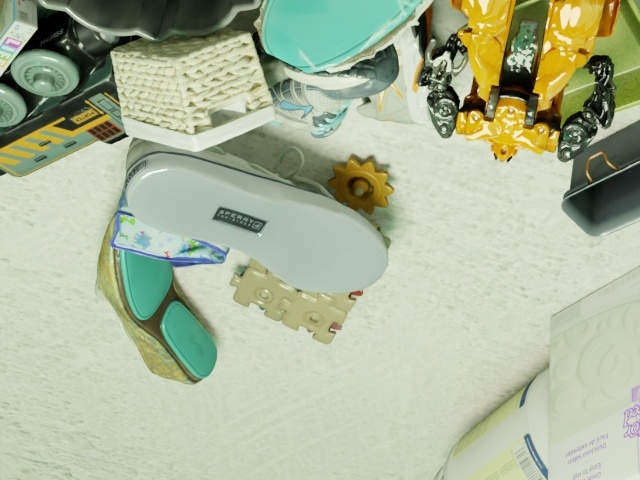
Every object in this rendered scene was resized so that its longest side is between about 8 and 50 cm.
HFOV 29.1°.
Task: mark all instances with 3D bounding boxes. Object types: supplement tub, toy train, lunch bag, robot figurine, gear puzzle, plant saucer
[{"bbox_3d":[0.332,0.351,1.856,0.235,0.235,0.325,24,137,-16],"label":"supplement tub"},{"bbox_3d":[-0.341,-0.173,1.487,0.334,0.142,0.190,-22,139,31],"label":"toy train"},{"bbox_3d":[-0.184,-0.040,1.600,0.151,0.128,0.096,13,143,-6],"label":"lunch bag"},{"bbox_3d":[0.218,-0.214,1.287,0.211,0.085,0.291,13,128,9],"label":"robot figurine"},{"bbox_3d":[0.000,0.000,1.678,0.175,0.044,0.339,25,134,-4],"label":"gear puzzle"},{"bbox_3d":[0.278,-0.215,1.378,0.188,0.045,0.188,-18,131,29],"label":"plant saucer"}]

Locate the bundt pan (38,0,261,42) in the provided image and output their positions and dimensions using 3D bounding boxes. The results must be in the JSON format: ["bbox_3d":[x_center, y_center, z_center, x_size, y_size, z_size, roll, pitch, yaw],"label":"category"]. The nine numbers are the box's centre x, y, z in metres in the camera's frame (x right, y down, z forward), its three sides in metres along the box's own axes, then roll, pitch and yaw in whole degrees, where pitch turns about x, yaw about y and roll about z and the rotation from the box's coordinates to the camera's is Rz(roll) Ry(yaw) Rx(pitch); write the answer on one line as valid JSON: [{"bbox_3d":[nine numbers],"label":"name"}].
[{"bbox_3d":[-0.181,-0.367,1.240,0.331,0.124,0.330,6,139,5],"label":"bundt pan"}]

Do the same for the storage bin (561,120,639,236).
[{"bbox_3d":[0.357,-0.083,1.475,0.135,0.091,0.098,-29,126,35],"label":"storage bin"}]

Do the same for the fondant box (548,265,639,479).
[{"bbox_3d":[0.413,0.195,1.594,0.096,0.330,0.238,33,133,-24],"label":"fondant box"}]

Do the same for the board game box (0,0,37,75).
[{"bbox_3d":[-0.349,-0.267,1.361,0.026,0.154,0.103,15,143,-36],"label":"board game box"}]

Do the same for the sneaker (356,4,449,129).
[{"bbox_3d":[0.065,-0.224,1.376,0.121,0.099,0.262,0,137,17],"label":"sneaker"}]

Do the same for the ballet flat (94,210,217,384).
[{"bbox_3d":[-0.260,0.086,1.776,0.123,0.123,0.348,-6,136,18],"label":"ballet flat"}]

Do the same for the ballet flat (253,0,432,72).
[{"bbox_3d":[0.100,-0.323,1.181,0.147,0.147,0.409,31,121,-22],"label":"ballet flat"}]

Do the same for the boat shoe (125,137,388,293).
[{"bbox_3d":[-0.081,-0.052,1.553,0.367,0.156,0.136,18,124,-26],"label":"boat shoe"}]

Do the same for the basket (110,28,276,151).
[{"bbox_3d":[-0.145,-0.171,1.350,0.167,0.113,0.103,17,126,52],"label":"basket"}]

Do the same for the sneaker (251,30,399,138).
[{"bbox_3d":[0.005,-0.176,1.363,0.283,0.110,0.122,13,142,55],"label":"sneaker"}]
